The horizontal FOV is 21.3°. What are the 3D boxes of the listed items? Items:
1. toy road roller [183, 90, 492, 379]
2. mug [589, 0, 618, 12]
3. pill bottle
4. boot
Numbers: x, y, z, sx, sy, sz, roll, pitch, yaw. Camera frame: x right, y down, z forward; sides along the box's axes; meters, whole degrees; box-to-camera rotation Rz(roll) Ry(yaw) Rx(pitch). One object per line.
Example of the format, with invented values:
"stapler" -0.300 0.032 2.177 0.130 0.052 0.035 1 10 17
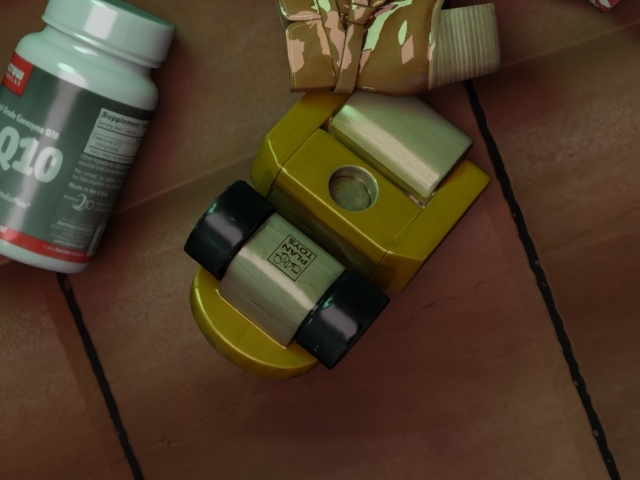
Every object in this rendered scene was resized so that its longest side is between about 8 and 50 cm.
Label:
"toy road roller" 0.000 0.000 1.786 0.202 0.240 0.329 39 63 5
"mug" 0.258 -0.318 1.751 0.169 0.150 0.113 45 64 -1
"pill bottle" -0.270 -0.122 1.812 0.161 0.161 0.283 24 98 7
"boot" 0.058 -0.280 1.738 0.220 0.109 0.283 -7 81 1
